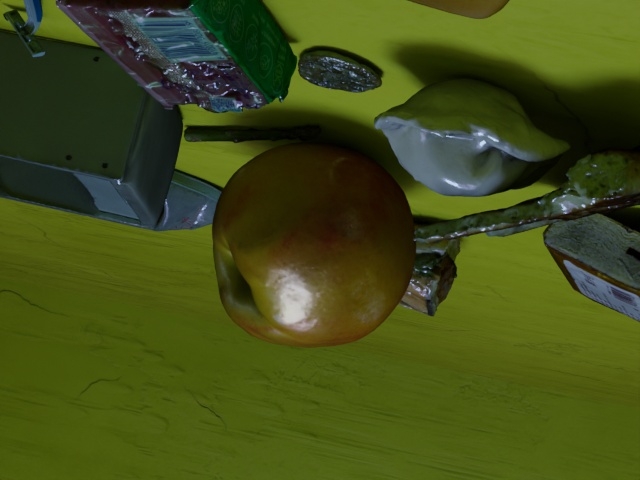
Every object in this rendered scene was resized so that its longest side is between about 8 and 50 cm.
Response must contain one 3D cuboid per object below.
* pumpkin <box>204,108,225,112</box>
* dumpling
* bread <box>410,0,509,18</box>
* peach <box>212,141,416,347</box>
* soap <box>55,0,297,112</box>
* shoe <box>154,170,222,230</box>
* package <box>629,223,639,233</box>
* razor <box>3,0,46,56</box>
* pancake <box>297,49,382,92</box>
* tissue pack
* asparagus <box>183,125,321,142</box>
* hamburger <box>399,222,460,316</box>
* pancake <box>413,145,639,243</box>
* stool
[{"bbox_3d":[-0.144,-0.185,1.601,0.050,0.028,0.083,4,160,40],"label":"pumpkin"},{"bbox_3d":[0.172,-0.111,1.378,0.250,0.132,0.162,16,165,-35],"label":"dumpling"},{"bbox_3d":[0.074,-0.252,1.036,0.200,0.077,0.116,16,174,-9],"label":"bread"},{"bbox_3d":[0.001,-0.004,1.695,0.307,0.289,0.289,-22,-176,-28],"label":"peach"},{"bbox_3d":[-0.142,-0.224,1.284,0.217,0.098,0.273,8,166,21],"label":"soap"},{"bbox_3d":[-0.253,-0.062,2.058,0.251,0.100,0.103,26,161,-35],"label":"shoe"},{"bbox_3d":[0.519,0.002,1.710,0.166,0.040,0.232,23,167,-6],"label":"package"},{"bbox_3d":[-0.338,-0.277,1.387,0.068,0.037,0.191,53,165,9],"label":"razor"},{"bbox_3d":[0.019,-0.195,1.426,0.108,0.017,0.108,15,167,4],"label":"pancake"},{"bbox_3d":[0.431,0.042,1.776,0.183,0.092,0.226,30,177,28],"label":"tissue pack"},{"bbox_3d":[-0.096,-0.149,1.714,0.248,0.025,0.024,3,121,36],"label":"asparagus"},{"bbox_3d":[0.125,0.014,2.023,0.207,0.135,0.155,23,155,23],"label":"hamburger"},{"bbox_3d":[0.286,-0.053,1.474,0.304,0.067,0.427,-13,178,18],"label":"pancake"},{"bbox_3d":[-0.342,-0.145,1.643,0.269,0.170,0.243,12,166,5],"label":"stool"}]
